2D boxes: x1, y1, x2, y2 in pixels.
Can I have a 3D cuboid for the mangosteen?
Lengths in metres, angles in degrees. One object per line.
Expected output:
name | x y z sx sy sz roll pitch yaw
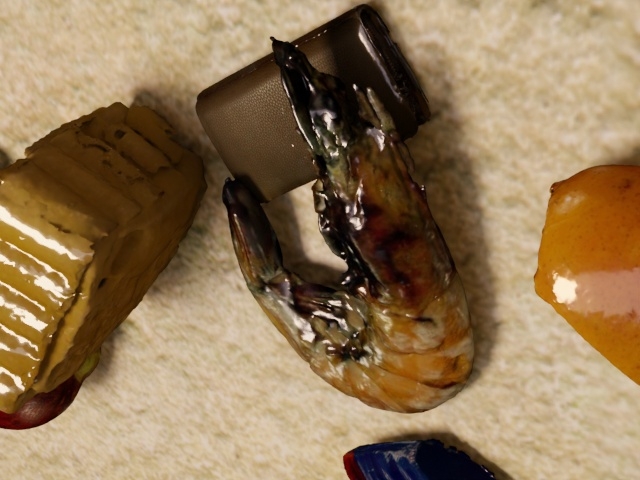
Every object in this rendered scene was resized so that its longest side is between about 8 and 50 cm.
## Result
mangosteen | -0.281 0.110 1.364 0.181 0.156 0.146 -13 81 26

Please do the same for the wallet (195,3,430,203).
wallet | -0.010 -0.104 1.104 0.198 0.031 0.110 -22 102 42

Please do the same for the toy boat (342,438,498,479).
toy boat | 0.111 0.313 1.250 0.219 0.072 0.318 19 130 30

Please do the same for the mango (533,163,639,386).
mango | 0.257 0.040 0.929 0.252 0.126 0.154 26 110 11

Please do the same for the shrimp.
shrimp | 0.000 0.000 1.117 0.233 0.071 0.365 3 130 39

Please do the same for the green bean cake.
green bean cake | -0.212 0.011 1.184 0.131 0.224 0.229 36 122 6
